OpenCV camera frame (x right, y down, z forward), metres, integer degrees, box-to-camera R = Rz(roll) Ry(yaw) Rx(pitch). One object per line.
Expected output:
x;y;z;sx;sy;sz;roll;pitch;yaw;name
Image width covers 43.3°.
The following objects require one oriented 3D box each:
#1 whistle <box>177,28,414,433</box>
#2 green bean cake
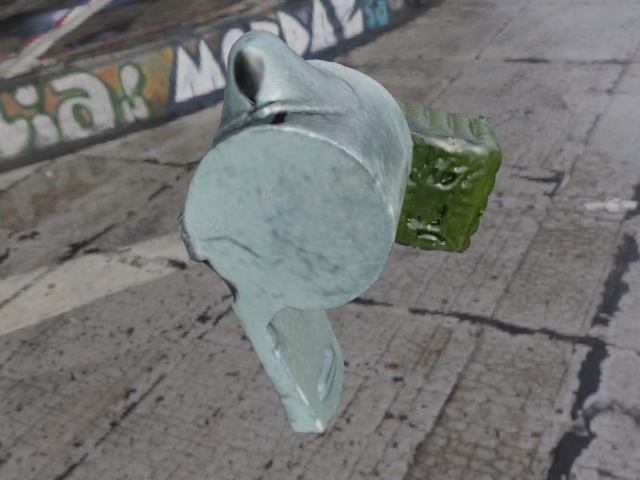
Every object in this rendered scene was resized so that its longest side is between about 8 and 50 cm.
-0.030;0.006;0.795;0.188;0.404;0.168;16;33;3;whistle
0.186;-0.117;1.485;0.250;0.246;0.156;16;30;-1;green bean cake
